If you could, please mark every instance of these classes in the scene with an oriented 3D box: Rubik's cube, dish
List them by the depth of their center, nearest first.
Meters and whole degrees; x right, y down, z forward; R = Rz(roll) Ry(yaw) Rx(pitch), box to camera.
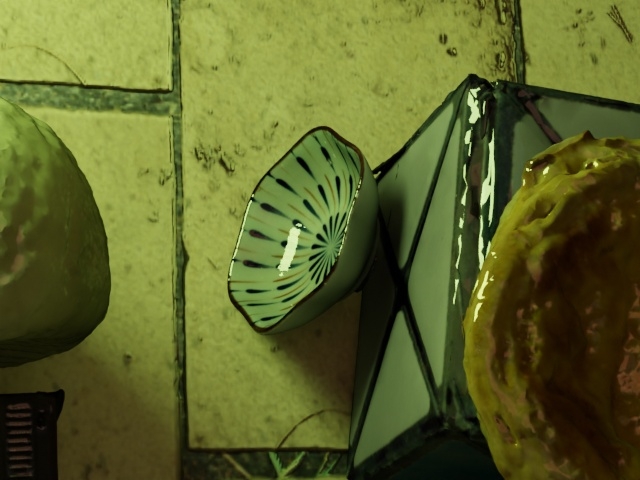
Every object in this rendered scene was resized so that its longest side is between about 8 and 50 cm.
[{"bbox_3d":[0.209,0.059,1.462,0.306,0.305,0.310,8,70,-13],"label":"Rubik's cube"},{"bbox_3d":[0.000,0.000,1.509,0.066,0.190,0.191,25,66,-30],"label":"dish"}]

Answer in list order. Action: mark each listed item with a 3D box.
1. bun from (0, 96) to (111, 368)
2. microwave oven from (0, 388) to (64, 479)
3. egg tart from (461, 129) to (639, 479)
[{"bbox_3d":[-0.331,-0.017,1.325,0.349,0.352,0.227,7,79,-41],"label":"bun"},{"bbox_3d":[-0.318,0.219,1.333,0.247,0.188,0.178,-1,67,-11],"label":"microwave oven"},{"bbox_3d":[0.239,0.091,1.238,0.341,0.129,0.341,5,72,-16],"label":"egg tart"}]
